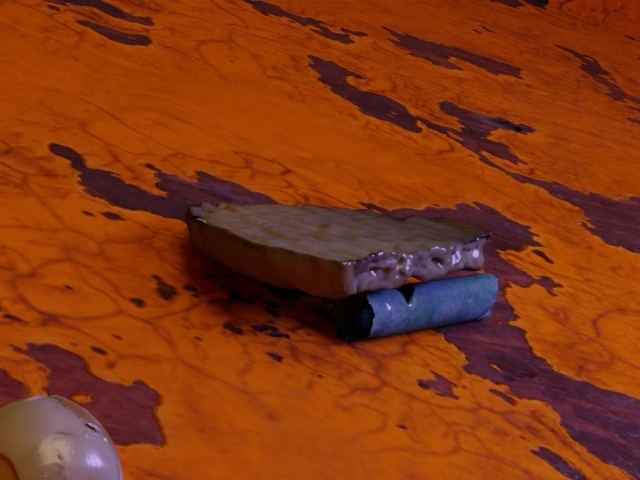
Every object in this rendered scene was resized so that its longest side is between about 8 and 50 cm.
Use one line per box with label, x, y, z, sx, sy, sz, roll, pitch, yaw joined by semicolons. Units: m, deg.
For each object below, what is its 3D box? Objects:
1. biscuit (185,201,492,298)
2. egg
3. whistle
biscuit;0.000;0.000;1.107;0.187;0.036;0.273;15;11;29
egg;-0.127;0.104;0.692;0.071;0.071;0.083;10;20;-33
whistle;0.076;0.047;1.123;0.039;0.039;0.186;35;22;30
